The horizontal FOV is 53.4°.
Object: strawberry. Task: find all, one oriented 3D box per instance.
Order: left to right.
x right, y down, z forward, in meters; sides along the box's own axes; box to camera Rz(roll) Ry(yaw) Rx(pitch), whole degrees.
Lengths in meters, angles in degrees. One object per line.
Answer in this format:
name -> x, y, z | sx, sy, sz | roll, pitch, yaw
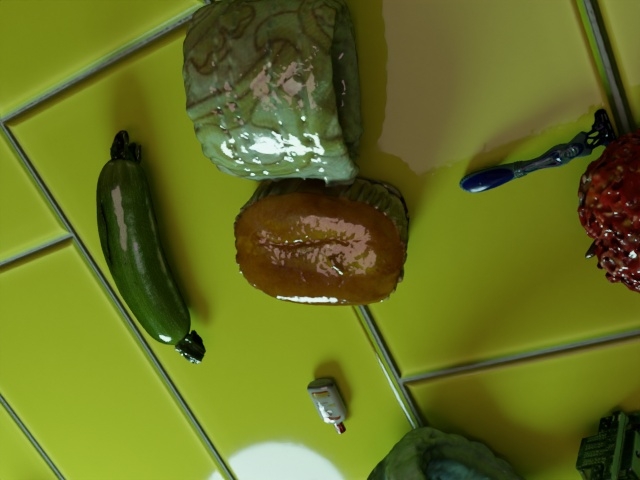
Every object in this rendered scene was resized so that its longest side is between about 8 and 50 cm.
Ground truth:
strawberry -> 0.323, -0.015, 0.533 | 0.185, 0.201, 0.186 | -6, 97, 1

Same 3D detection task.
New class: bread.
bread -> 0.000, 0.000, 0.691 | 0.191, 0.114, 0.132 | 1, 115, 11

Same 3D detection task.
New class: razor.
razor -> 0.209, -0.078, 0.627 | 0.155, 0.028, 0.044 | -20, 109, 25

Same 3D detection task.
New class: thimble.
thimble -> -0.038, -0.136, 0.614 | 0.144, 0.137, 0.190 | 0, 129, 15
thimble -> 0.168, 0.352, 0.764 | 0.250, 0.205, 0.171 | 38, 117, 15

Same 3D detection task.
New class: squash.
squash -> -0.223, 0.024, 0.791 | 0.080, 0.071, 0.318 | -4, 115, 18

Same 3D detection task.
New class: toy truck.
toy truck -> 0.376, 0.333, 0.739 | 0.135, 0.128, 0.259 | -23, 109, 41

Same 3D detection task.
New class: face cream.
face cream -> 0.013, 0.223, 0.850 | 0.040, 0.021, 0.083 | -14, 112, 24
